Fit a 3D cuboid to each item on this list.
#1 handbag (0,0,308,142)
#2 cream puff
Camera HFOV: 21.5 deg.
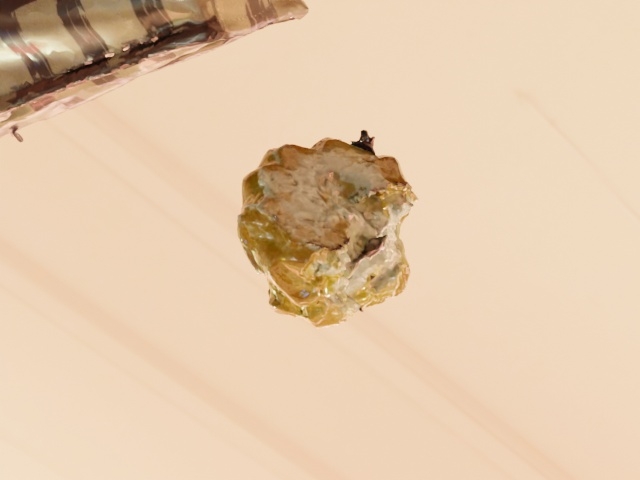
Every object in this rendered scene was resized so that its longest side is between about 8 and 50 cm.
[{"bbox_3d":[-0.205,-0.250,1.198,0.327,0.325,0.162,-18,-178,33],"label":"handbag"},{"bbox_3d":[0.000,0.001,1.306,0.121,0.156,0.156,18,-109,25],"label":"cream puff"}]
